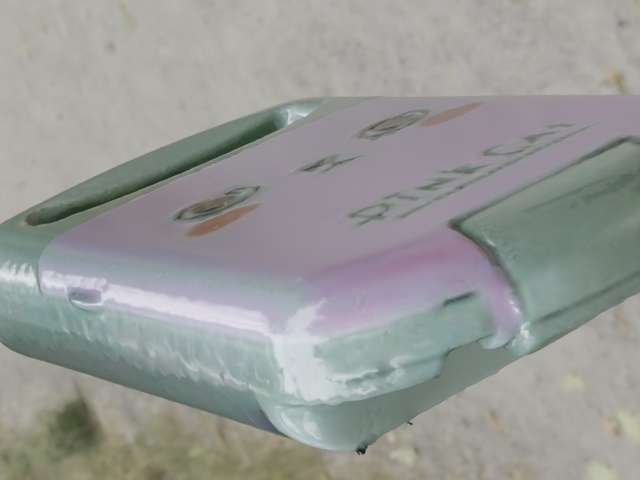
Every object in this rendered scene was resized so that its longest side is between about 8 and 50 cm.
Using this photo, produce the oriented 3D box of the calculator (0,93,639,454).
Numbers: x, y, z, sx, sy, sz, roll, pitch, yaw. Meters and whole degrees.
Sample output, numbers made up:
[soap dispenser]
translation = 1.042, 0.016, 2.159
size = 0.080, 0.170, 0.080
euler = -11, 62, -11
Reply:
[calculator]
translation = 0.000, 0.000, 0.491
size = 0.246, 0.141, 0.045
euler = 7, 118, 59
